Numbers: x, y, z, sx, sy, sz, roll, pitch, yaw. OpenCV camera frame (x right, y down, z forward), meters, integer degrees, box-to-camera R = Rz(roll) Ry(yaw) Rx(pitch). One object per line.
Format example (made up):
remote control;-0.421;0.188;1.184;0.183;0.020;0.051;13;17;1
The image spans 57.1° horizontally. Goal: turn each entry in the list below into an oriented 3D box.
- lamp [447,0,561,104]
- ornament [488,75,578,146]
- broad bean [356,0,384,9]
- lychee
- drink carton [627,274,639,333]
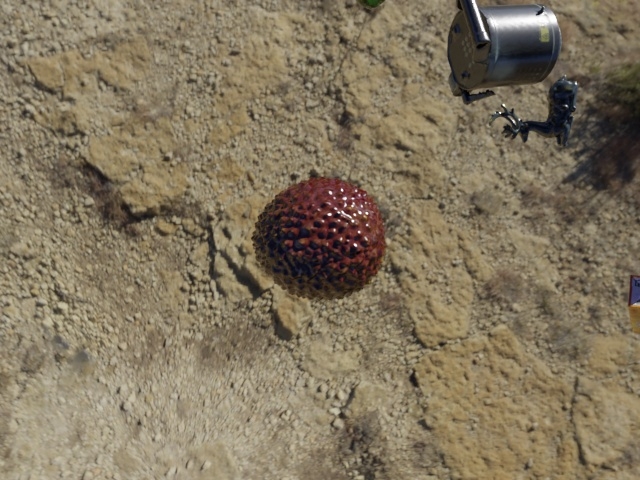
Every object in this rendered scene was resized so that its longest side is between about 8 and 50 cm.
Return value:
lamp;0.472;-0.501;1.496;0.272;0.374;0.204;-14;76;2
ornament;0.611;-0.378;1.698;0.236;0.080;0.202;2;102;-4
broad bean;0.166;-0.813;1.873;0.050;0.143;0.292;5;26;30
lychee;0.000;0.000;1.253;0.304;0.275;0.275;-21;72;-42
drink carton;0.721;0.146;1.268;0.096;0.223;0.070;4;70;33
